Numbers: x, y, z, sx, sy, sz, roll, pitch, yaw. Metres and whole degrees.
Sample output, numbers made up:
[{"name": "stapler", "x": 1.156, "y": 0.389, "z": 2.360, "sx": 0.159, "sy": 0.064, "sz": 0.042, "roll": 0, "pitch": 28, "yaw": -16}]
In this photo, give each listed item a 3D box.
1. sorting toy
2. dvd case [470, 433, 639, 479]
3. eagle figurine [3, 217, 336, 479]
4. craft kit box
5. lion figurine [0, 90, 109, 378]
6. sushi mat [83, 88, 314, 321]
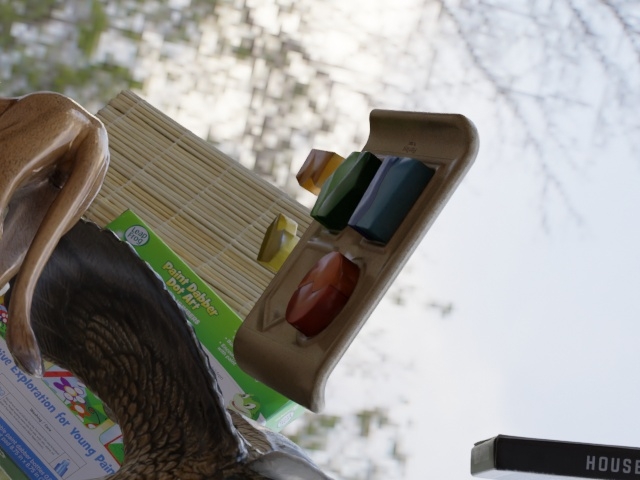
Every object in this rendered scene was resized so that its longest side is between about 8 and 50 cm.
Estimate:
[{"name": "sorting toy", "x": 0.000, "y": 0.000, "z": 1.404, "sx": 0.229, "sy": 0.041, "sz": 0.307, "roll": -60, "pitch": -162, "yaw": -5}, {"name": "dvd case", "x": 0.233, "y": 0.165, "z": 1.335, "sx": 0.179, "sy": 0.238, "sz": 0.030, "roll": 94, "pitch": 1, "yaw": -81}, {"name": "eagle figurine", "x": -0.099, "y": 0.137, "z": 1.231, "sx": 0.298, "sy": 0.225, "sz": 0.226, "roll": -99, "pitch": -154, "yaw": -45}, {"name": "craft kit box", "x": -0.182, "y": 0.124, "z": 1.643, "sx": 0.250, "sy": 0.246, "sz": 0.061, "roll": 44, "pitch": -27, "yaw": 20}, {"name": "lion figurine", "x": -0.240, "y": -0.059, "z": 1.231, "sx": 0.392, "sy": 0.142, "sz": 0.240, "roll": 25, "pitch": -118, "yaw": 35}, {"name": "sushi mat", "x": -0.132, "y": -0.033, "z": 1.874, "sx": 0.316, "sy": 0.151, "sz": 0.019, "roll": 34, "pitch": -30, "yaw": 23}]
